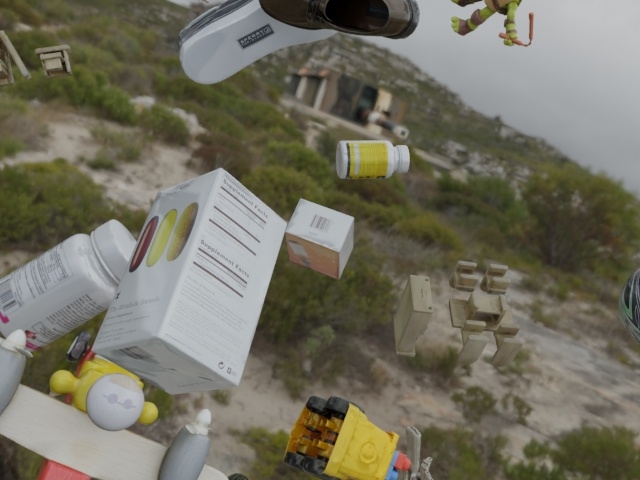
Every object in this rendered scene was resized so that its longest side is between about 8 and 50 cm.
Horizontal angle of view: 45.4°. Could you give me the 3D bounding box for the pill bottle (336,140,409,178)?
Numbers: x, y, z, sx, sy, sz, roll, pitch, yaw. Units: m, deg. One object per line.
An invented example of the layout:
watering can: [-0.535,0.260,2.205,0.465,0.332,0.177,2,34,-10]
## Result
pill bottle: [0.087,-0.136,1.284,0.116,0.065,0.065,-2,11,-8]

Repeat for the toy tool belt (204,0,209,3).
toy tool belt: [-0.285,-0.579,1.741,0.083,0.052,0.051,37,29,-38]

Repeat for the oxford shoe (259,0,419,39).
oxford shoe: [0.008,-0.313,0.994,0.227,0.083,0.096,14,19,25]

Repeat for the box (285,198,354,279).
box: [0.000,0.000,1.714,0.130,0.091,0.170,20,-22,11]

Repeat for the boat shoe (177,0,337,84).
boat shoe: [-0.077,-0.339,1.148,0.108,0.301,0.102,57,9,-47]

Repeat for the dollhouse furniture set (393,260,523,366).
dollhouse furniture set: [0.298,0.176,1.686,0.242,0.161,0.212,7,47,-7]

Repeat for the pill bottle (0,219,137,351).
pill bottle: [-0.496,0.086,1.522,0.160,0.283,0.160,59,3,-5]

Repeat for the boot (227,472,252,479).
boot: [-0.065,0.571,1.426,0.270,0.089,0.236,59,-18,-21]

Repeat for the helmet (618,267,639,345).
helmet: [0.616,0.123,1.353,0.169,0.161,0.169,39,-17,15]

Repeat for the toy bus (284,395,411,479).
toy bus: [0.061,0.410,1.500,0.211,0.150,0.220,28,-19,-19]

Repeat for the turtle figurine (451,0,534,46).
turtle figurine: [0.388,-0.547,1.684,0.087,0.270,0.217,-15,7,-38]

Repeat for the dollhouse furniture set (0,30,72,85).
dollhouse furniture set: [-0.489,-0.319,1.215,0.160,0.101,0.182,-11,3,-12]

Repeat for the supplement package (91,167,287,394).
supplement package: [-0.160,0.053,0.974,0.139,0.244,0.134,-15,-43,39]

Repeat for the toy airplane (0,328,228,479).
toy airplane: [-0.366,0.296,1.206,0.386,0.385,0.272,-16,-13,-37]

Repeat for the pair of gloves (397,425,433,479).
pair of gloves: [0.202,0.527,1.612,0.042,0.204,0.240,1,13,-8]
